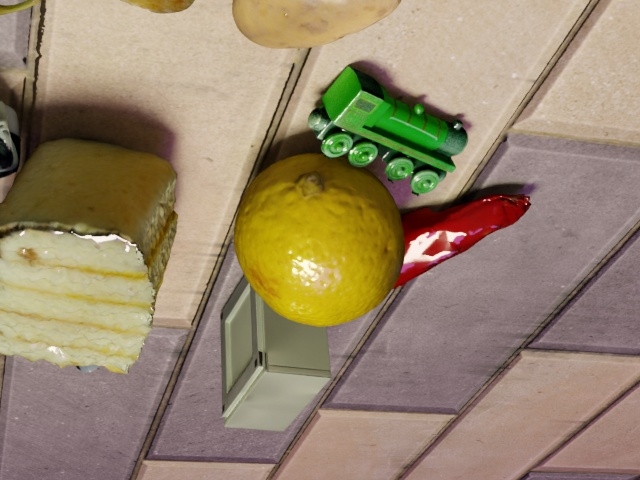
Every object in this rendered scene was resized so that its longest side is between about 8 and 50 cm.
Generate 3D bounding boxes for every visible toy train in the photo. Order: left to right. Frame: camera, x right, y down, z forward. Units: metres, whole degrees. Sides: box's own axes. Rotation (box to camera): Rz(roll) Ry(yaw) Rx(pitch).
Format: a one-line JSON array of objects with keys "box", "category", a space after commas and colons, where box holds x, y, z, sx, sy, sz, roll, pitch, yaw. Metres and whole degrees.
[{"box": [0.098, -0.148, 1.507, 0.251, 0.085, 0.119, 17, 127, -37], "category": "toy train"}]

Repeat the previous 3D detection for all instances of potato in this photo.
[{"box": [0.003, -0.292, 1.227, 0.161, 0.128, 0.235, 25, 144, -16], "category": "potato"}]

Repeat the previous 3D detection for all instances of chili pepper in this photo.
[{"box": [0.152, 0.007, 1.744, 0.388, 0.110, 0.110, -25, 143, 22], "category": "chili pepper"}]

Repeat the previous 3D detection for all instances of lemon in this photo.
[{"box": [-0.001, -0.001, 1.569, 0.267, 0.267, 0.267, -4, 148, -2], "category": "lemon"}]

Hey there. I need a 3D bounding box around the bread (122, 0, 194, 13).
[{"box": [-0.220, -0.348, 1.153, 0.287, 0.056, 0.207, 25, 141, -39], "category": "bread"}]

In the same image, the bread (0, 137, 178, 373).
[{"box": [-0.323, -0.007, 1.517, 0.239, 0.264, 0.395, 15, 144, -9], "category": "bread"}]

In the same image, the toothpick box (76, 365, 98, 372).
[{"box": [-0.437, 0.204, 2.013, 0.052, 0.052, 0.083, -6, 149, 2], "category": "toothpick box"}]

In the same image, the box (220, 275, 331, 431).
[{"box": [-0.087, 0.173, 1.853, 0.118, 0.225, 0.225, 8, 145, -20], "category": "box"}]

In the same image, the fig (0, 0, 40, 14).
[{"box": [-0.394, -0.265, 1.231, 0.166, 0.093, 0.093, 0, 148, -5], "category": "fig"}]

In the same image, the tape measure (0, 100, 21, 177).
[{"box": [-0.475, -0.130, 1.394, 0.182, 0.107, 0.181, -3, 174, -13], "category": "tape measure"}]
